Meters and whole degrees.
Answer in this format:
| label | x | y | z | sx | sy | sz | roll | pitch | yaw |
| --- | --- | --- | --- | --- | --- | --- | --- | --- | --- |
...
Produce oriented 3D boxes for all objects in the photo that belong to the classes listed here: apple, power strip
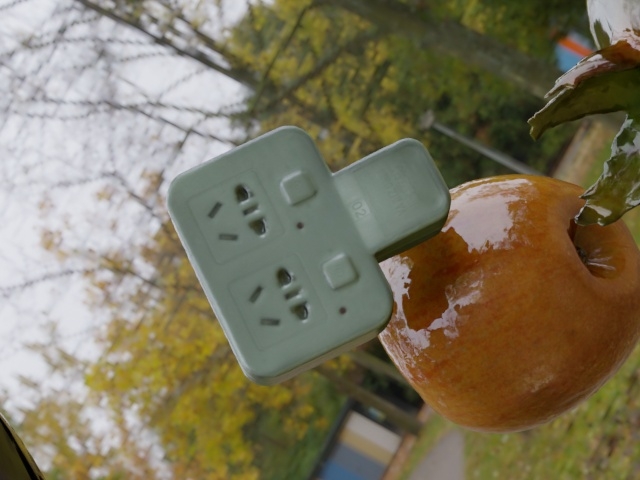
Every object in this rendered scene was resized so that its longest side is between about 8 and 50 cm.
| label | x | y | z | sx | sy | sz | roll | pitch | yaw |
| --- | --- | --- | --- | --- | --- | --- | --- | --- | --- |
| apple | 0.214 | 0.062 | 1.504 | 0.275 | 0.299 | 0.299 | -32 | 8 | 26 |
| power strip | 0.000 | 0.000 | 1.380 | 0.261 | 0.229 | 0.141 | -26 | -10 | -6 |

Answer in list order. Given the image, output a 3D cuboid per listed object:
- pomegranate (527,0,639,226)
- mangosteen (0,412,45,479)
| label | x | y | z | sx | sy | sz | roll | pitch | yaw |
| --- | --- | --- | --- | --- | --- | --- | --- | --- | --- |
| pomegranate | 0.207 | -0.094 | 0.560 | 0.257 | 0.221 | 0.221 | -34 | -8 | -3 |
| mangosteen | -0.227 | 0.151 | 0.470 | 0.287 | 0.288 | 0.233 | -60 | 9 | -12 |
